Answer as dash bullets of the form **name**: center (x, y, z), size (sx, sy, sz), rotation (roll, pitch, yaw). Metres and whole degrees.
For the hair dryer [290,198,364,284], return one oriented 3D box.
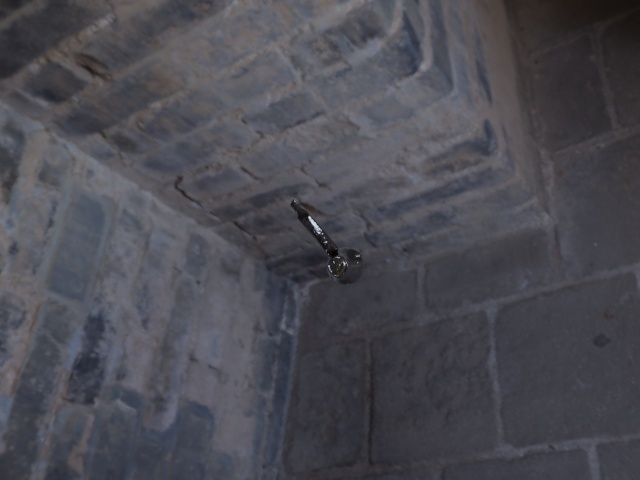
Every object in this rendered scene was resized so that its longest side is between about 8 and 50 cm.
- **hair dryer**: center (0.000, 0.000, 0.566), size (0.031, 0.079, 0.083), rotation (-43, 80, 4)
